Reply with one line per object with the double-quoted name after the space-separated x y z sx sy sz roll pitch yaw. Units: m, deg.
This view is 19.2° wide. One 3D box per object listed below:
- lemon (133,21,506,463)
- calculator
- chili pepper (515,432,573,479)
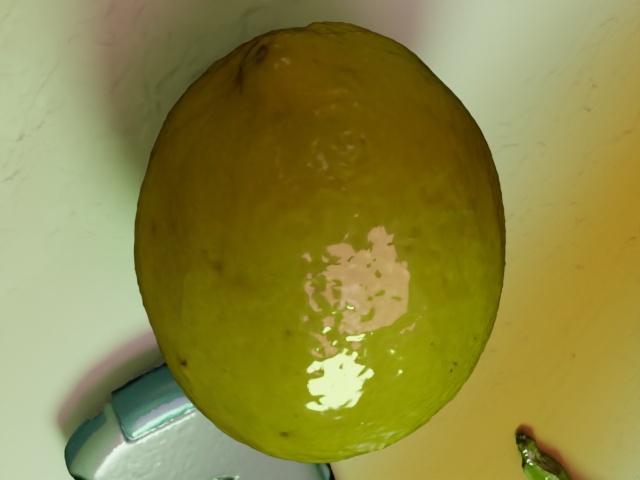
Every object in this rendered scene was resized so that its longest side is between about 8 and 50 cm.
0.000 0.004 1.145 0.236 0.236 0.263 -1 142 -26 "lemon"
-0.074 0.191 1.373 0.173 0.051 0.293 -28 133 -6 "calculator"
0.213 0.219 1.545 0.049 0.043 0.208 -38 133 22 "chili pepper"
